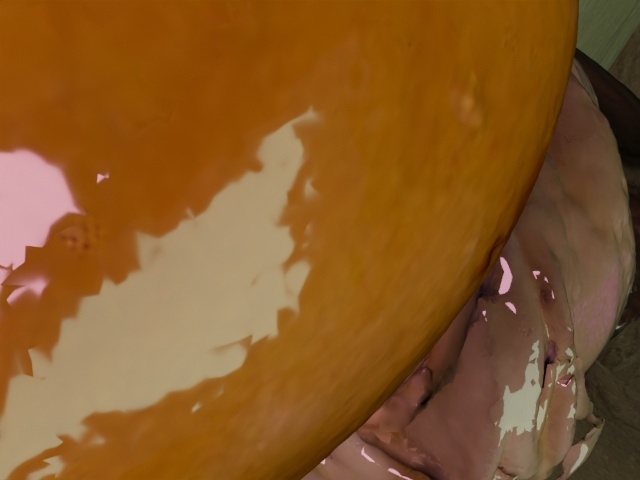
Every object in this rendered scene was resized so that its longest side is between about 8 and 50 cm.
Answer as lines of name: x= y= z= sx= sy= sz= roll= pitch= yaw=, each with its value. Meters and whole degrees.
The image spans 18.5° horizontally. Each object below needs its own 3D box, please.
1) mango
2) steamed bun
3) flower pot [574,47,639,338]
mango: x=-0.127 y=0.017 z=0.484 sx=0.445 sy=0.232 sz=0.300 roll=-44 pitch=176 yaw=-2
steamed bun: x=0.000 y=0.000 z=0.896 sx=0.207 sy=0.280 sz=0.268 roll=51 pitch=52 yaw=-71
flower pot: x=0.098 y=-0.024 z=1.325 sx=0.213 sy=0.302 sz=0.302 roll=-54 pitch=172 yaw=23
